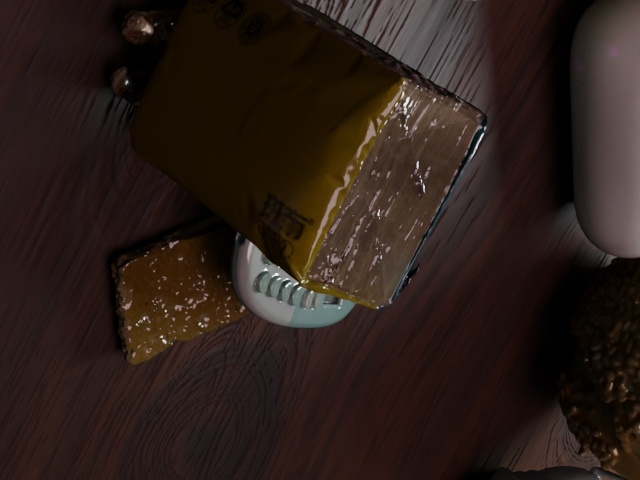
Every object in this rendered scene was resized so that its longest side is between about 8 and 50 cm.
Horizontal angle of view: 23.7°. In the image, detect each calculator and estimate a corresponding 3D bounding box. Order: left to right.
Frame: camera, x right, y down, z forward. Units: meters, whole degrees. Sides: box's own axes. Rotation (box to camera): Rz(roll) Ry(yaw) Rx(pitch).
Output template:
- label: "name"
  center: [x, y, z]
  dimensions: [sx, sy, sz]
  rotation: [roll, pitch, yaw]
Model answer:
- label: "calculator"
  center: [0.000, 0.000, 1.555]
  dimensions: [0.295, 0.042, 0.184]
  rotation: [6, 103, -60]

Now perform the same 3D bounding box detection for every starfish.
- label: "starfish"
  center: [-0.085, -0.167, 1.410]
  dimensions: [0.238, 0.071, 0.216]
  rotation: [-9, 126, -25]

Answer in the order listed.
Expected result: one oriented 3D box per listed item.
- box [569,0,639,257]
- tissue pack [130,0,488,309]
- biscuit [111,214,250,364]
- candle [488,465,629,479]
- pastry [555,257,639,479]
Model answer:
- label: "box"
  center: [0.415, -0.162, 1.779]
  dimensions: [0.288, 0.141, 0.349]
  rotation: [-28, 131, -24]
- label: "tissue pack"
  center: [-0.021, -0.092, 1.277]
  dimensions: [0.134, 0.271, 0.192]
  rotation: [17, 104, -46]
- label: "biscuit"
  center: [-0.105, 0.032, 1.536]
  dimensions: [0.231, 0.025, 0.131]
  rotation: [-22, 129, -31]
- label: "candle"
  center: [0.266, 0.421, 1.957]
  dimensions: [0.342, 0.221, 0.221]
  rotation: [-55, 136, -4]
- label: "pastry"
  center: [0.400, 0.152, 1.873]
  dimensions: [0.184, 0.284, 0.316]
  rotation: [3, 131, -18]
